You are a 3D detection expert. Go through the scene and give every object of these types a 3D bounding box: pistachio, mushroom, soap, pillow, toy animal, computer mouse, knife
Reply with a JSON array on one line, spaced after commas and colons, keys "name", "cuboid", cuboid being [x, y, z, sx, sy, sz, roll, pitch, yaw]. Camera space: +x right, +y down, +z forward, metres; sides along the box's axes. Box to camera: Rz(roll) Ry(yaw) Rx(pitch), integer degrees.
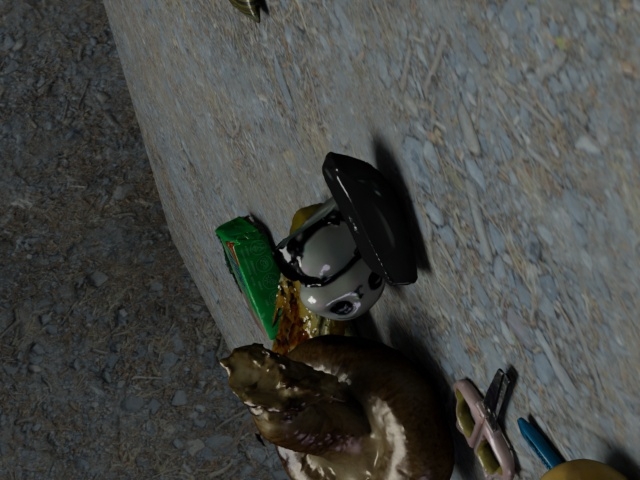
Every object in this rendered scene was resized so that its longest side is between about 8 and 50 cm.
[{"name": "pistachio", "cuboid": [0.000, -0.004, 1.856, 0.189, 0.100, 0.110, -106, 20, -74]}, {"name": "mushroom", "cuboid": [0.043, 0.304, 1.742, 0.356, 0.331, 0.334, -34, -48, -64]}, {"name": "soap", "cuboid": [-0.139, 0.089, 2.600, 0.218, 0.098, 0.273, 30, 143, 66]}, {"name": "pillow", "cuboid": [-0.138, -0.441, 1.736, 0.113, 0.038, 0.203, 49, 158, 55]}, {"name": "toy animal", "cuboid": [0.028, 0.031, 1.705, 0.179, 0.166, 0.138, 57, 175, -18]}, {"name": "computer mouse", "cuboid": [0.074, -0.034, 1.526, 0.217, 0.073, 0.122, 65, 172, -27]}, {"name": "knife", "cuboid": [0.310, 0.317, 1.306, 0.296, 0.026, 0.044, 54, 175, 42]}]

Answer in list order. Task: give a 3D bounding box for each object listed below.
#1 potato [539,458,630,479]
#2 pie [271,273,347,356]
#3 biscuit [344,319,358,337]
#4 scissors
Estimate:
[{"name": "potato", "cuboid": [0.294, 0.342, 1.167, 0.146, 0.150, 0.234, -25, -87, -61]}, {"name": "pie", "cuboid": [-0.027, 0.155, 2.042, 0.308, 0.085, 0.308, -176, 90, -69]}, {"name": "biscuit", "cuboid": [0.054, 0.187, 2.156, 0.231, 0.016, 0.139, 66, 168, -3]}, {"name": "scissors", "cuboid": [0.227, 0.235, 1.508, 0.317, 0.024, 0.160, 90, 155, -63]}]
